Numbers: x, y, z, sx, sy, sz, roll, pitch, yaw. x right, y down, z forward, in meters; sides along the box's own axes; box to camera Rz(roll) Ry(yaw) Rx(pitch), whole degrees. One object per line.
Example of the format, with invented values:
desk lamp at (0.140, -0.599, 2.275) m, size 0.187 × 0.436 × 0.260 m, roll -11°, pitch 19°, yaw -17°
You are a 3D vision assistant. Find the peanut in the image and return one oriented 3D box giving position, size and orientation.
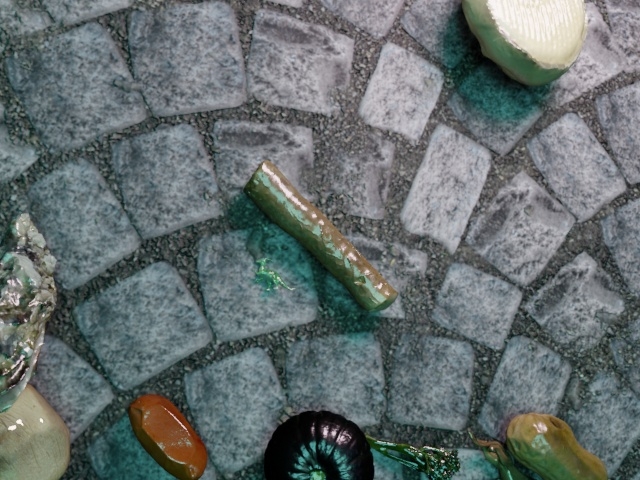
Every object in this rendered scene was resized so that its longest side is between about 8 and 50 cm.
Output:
peanut at (0.459, 0.411, 1.330) m, size 0.236 × 0.120 × 0.110 m, roll 34°, pitch 109°, yaw -12°

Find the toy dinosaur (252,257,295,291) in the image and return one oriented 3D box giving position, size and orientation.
toy dinosaur at (-0.088, 0.064, 1.301) m, size 0.083 × 0.021 × 0.062 m, roll 4°, pitch 71°, yaw -10°

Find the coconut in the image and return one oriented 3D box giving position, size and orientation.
coconut at (-0.518, 0.328, 1.099) m, size 0.224 × 0.224 × 0.224 m, roll 1°, pitch 84°, yaw -11°

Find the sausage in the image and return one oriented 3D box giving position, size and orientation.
sausage at (-0.265, 0.340, 1.205) m, size 0.089 × 0.089 × 0.179 m, roll -43°, pitch 84°, yaw -12°

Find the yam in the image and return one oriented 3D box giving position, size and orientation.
yam at (0.000, 0.000, 1.297) m, size 0.356 × 0.081 × 0.081 m, roll 45°, pitch 78°, yaw -2°

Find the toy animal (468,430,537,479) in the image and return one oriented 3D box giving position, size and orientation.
toy animal at (0.349, 0.447, 1.326) m, size 0.220 × 0.069 × 0.086 m, roll 48°, pitch 56°, yaw -8°

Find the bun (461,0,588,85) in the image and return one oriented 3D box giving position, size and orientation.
bun at (0.395, -0.446, 1.388) m, size 0.287 × 0.146 × 0.287 m, roll 5°, pitch 78°, yaw -25°

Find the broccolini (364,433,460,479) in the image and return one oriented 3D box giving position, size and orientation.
broccolini at (0.164, 0.404, 1.295) m, size 0.201 × 0.058 × 0.074 m, roll 18°, pitch 74°, yaw -10°

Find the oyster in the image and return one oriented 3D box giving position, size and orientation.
oyster at (-0.517, 0.110, 1.119) m, size 0.162 × 0.158 × 0.351 m, roll 20°, pitch 52°, yaw -23°

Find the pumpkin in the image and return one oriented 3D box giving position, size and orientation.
pumpkin at (-0.002, 0.399, 1.224) m, size 0.202 × 0.140 × 0.202 m, roll 0°, pitch 87°, yaw 4°
